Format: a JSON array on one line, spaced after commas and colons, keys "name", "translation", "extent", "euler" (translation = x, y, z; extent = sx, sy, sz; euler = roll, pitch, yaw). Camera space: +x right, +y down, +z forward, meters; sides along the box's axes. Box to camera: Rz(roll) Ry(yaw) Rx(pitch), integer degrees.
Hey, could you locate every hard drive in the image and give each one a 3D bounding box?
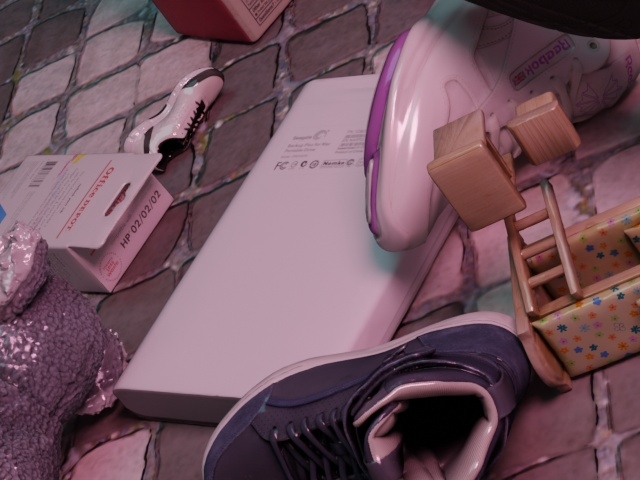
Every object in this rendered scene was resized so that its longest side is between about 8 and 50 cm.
[{"name": "hard drive", "translation": [0.000, 0.000, 1.288], "extent": [0.203, 0.040, 0.307], "euler": [0, 49, 43]}]

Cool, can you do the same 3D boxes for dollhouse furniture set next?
[{"name": "dollhouse furniture set", "translation": [0.179, -0.020, 1.033], "extent": [0.182, 0.161, 0.101], "euler": [-25, 36, 21]}]

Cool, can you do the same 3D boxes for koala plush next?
[{"name": "koala plush", "translation": [-0.225, 0.114, 1.250], "extent": [0.203, 0.196, 0.221], "euler": [11, 56, 35]}]

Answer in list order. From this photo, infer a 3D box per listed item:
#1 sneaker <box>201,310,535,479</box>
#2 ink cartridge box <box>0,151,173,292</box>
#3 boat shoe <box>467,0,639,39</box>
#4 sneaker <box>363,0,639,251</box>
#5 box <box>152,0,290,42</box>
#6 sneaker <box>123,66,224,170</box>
[{"name": "sneaker", "translation": [0.013, 0.120, 1.045], "extent": [0.226, 0.086, 0.163], "euler": [-27, 9, 17]}, {"name": "ink cartridge box", "translation": [-0.196, -0.015, 1.469], "extent": [0.181, 0.061, 0.104], "euler": [1, 51, 45]}, {"name": "boat shoe", "translation": [0.177, -0.183, 1.044], "extent": [0.320, 0.118, 0.103], "euler": [3, 79, 58]}, {"name": "sneaker", "translation": [0.129, -0.111, 1.208], "extent": [0.152, 0.114, 0.305], "euler": [22, 60, 12]}, {"name": "box", "translation": [-0.112, -0.309, 1.584], "extent": [0.127, 0.232, 0.148], "euler": [13, 59, 49]}, {"name": "sneaker", "translation": [-0.116, -0.101, 1.527], "extent": [0.044, 0.040, 0.109], "euler": [34, 78, 38]}]
